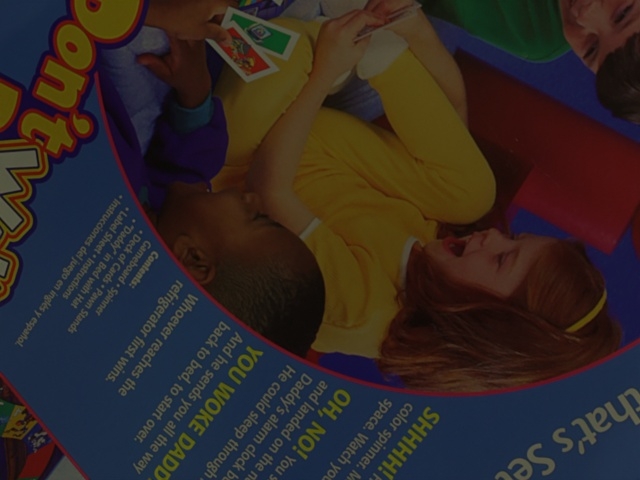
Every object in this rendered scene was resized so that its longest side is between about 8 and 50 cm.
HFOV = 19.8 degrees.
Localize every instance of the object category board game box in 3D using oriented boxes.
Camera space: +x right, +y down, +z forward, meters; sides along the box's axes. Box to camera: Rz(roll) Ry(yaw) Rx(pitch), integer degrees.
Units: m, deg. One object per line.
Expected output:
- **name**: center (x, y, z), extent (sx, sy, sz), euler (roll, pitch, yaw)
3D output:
- **board game box**: center (0.000, 0.000, 0.514), extent (0.233, 0.078, 0.347), euler (40, -70, 6)
